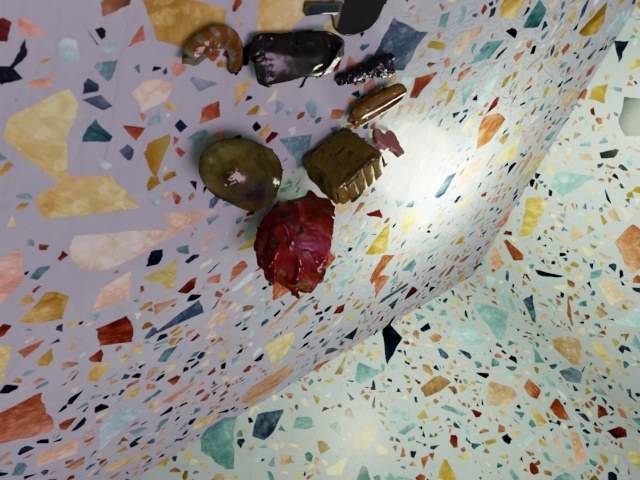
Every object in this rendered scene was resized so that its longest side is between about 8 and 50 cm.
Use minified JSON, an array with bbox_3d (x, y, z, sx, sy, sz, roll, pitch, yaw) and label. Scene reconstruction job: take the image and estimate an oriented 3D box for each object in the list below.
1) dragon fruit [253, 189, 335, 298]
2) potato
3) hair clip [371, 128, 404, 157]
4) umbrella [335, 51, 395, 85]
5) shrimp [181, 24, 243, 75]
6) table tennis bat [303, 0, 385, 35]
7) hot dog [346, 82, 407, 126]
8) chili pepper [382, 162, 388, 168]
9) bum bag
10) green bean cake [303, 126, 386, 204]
[{"bbox_3d":[-0.102,-0.002,1.792,0.249,0.371,0.386,11,134,-16],"label":"dragon fruit"},{"bbox_3d":[-0.232,-0.197,1.495,0.210,0.173,0.307,-47,154,15],"label":"potato"},{"bbox_3d":[0.254,-0.378,1.928,0.102,0.123,0.138,-24,156,7],"label":"hair clip"},{"bbox_3d":[0.149,-0.545,1.616,0.224,0.071,0.080,-24,118,-23],"label":"umbrella"},{"bbox_3d":[-0.264,-0.454,1.252,0.161,0.049,0.166,-40,159,-8],"label":"shrimp"},{"bbox_3d":[0.075,-0.656,1.417,0.301,0.022,0.173,-22,146,-35],"label":"table tennis bat"},{"bbox_3d":[0.192,-0.479,1.756,0.250,0.076,0.104,-31,169,-13],"label":"hot dog"},{"bbox_3d":[0.174,-0.280,2.024,0.268,0.059,0.050,-23,-176,-37],"label":"chili pepper"},{"bbox_3d":[-0.066,-0.506,1.393,0.326,0.080,0.142,-18,135,-33],"label":"bum bag"},{"bbox_3d":[0.083,-0.263,1.749,0.230,0.224,0.131,-40,148,-10],"label":"green bean cake"}]
